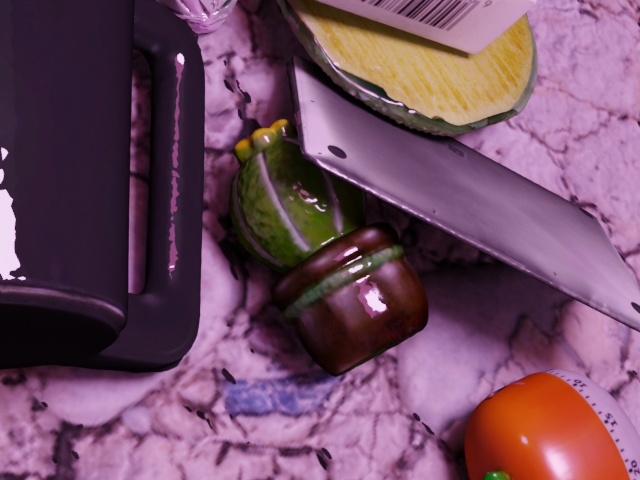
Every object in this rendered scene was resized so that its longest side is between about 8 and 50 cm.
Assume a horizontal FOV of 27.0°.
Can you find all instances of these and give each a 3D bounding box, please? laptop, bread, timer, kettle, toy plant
[{"bbox_3d":[0.099,-0.032,0.884,0.269,0.015,0.187,27,21,-16],"label":"laptop"},{"bbox_3d":[0.059,-0.166,0.956,0.229,0.033,0.228,17,51,-22],"label":"bread"},{"bbox_3d":[0.141,0.154,0.855,0.136,0.099,0.136,5,63,-11],"label":"timer"},{"bbox_3d":[-0.191,-0.084,0.755,0.203,0.262,0.308,-7,74,8],"label":"kettle"},{"bbox_3d":[0.000,0.000,0.845,0.093,0.093,0.162,-23,81,-32],"label":"toy plant"}]

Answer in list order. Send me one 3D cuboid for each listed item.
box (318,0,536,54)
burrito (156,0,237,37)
[{"bbox_3d":[0.043,-0.266,0.933,0.164,0.069,0.256,13,53,-35],"label":"box"},{"bbox_3d":[-0.066,-0.222,0.921,0.064,0.064,0.203,24,58,-16],"label":"burrito"}]
